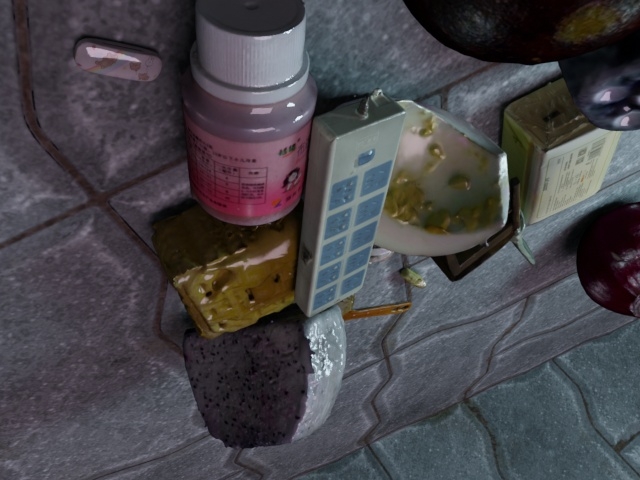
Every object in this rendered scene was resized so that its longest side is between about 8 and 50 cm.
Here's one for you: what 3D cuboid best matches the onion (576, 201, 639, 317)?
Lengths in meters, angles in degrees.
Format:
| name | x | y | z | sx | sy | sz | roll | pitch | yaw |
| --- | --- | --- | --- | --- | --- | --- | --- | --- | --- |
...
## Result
| name | x | y | z | sx | sy | sz | roll | pitch | yaw |
| --- | --- | --- | --- | --- | --- | --- | --- | --- | --- |
| onion | 0.798 | 0.057 | 1.422 | 0.260 | 0.282 | 0.336 | -1 | 154 | -6 |

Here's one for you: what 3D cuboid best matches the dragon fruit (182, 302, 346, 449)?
| name | x | y | z | sx | sy | sz | roll | pitch | yaw |
| --- | --- | --- | --- | --- | --- | --- | --- | --- | --- |
| dragon fruit | -0.072 | 0.227 | 0.966 | 0.283 | 0.221 | 0.204 | -12 | 174 | 31 |

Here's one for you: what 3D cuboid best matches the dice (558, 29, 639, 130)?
| name | x | y | z | sx | sy | sz | roll | pitch | yaw |
| --- | --- | --- | --- | --- | --- | --- | --- | --- | --- |
| dice | 0.412 | -0.258 | 0.698 | 0.183 | 0.182 | 0.181 | -14 | 158 | 41 |

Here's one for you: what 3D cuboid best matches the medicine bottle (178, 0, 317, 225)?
| name | x | y | z | sx | sy | sz | roll | pitch | yaw |
| --- | --- | --- | --- | --- | --- | --- | --- | --- | --- |
| medicine bottle | -0.076 | -0.136 | 0.588 | 0.147 | 0.147 | 0.247 | -15 | 147 | -20 |

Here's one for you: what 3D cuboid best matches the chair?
| name | x | y | z | sx | sy | sz | roll | pitch | yaw |
| --- | --- | --- | --- | --- | --- | --- | --- | --- | --- |
| chair | 0.273 | -0.027 | 1.007 | 0.186 | 0.160 | 0.319 | -36 | 147 | 3 |

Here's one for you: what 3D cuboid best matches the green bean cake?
| name | x | y | z | sx | sy | sz | roll | pitch | yaw |
| --- | --- | --- | --- | --- | --- | --- | --- | --- | --- |
| green bean cake | -0.109 | 0.030 | 0.812 | 0.224 | 0.131 | 0.229 | -23 | 149 | -10 |

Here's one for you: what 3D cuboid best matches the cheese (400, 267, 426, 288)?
| name | x | y | z | sx | sy | sz | roll | pitch | yaw |
| --- | --- | --- | --- | --- | --- | --- | --- | --- | --- |
| cheese | 0.208 | 0.086 | 1.221 | 0.030 | 0.044 | 0.083 | -50 | 143 | 4 |

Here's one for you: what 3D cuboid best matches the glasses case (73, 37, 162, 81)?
| name | x | y | z | sx | sy | sz | roll | pitch | yaw |
| --- | --- | --- | --- | --- | --- | --- | --- | --- | --- |
| glasses case | -0.199 | -0.178 | 0.547 | 0.083 | 0.021 | 0.032 | 1 | 136 | -38 |

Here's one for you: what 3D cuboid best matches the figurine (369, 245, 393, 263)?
| name | x | y | z | sx | sy | sz | roll | pitch | yaw |
| --- | --- | --- | --- | --- | --- | --- | --- | --- | --- |
| figurine | 0.093 | -0.015 | 0.927 | 0.132 | 0.132 | 0.153 | -26 | 158 | -3 |

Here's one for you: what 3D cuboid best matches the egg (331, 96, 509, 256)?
| name | x | y | z | sx | sy | sz | roll | pitch | yaw |
| --- | --- | --- | --- | --- | --- | --- | --- | --- | --- |
| egg | 0.122 | -0.106 | 0.771 | 0.271 | 0.162 | 0.206 | 32 | 142 | -8 |

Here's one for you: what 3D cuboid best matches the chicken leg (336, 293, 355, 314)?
| name | x | y | z | sx | sy | sz | roll | pitch | yaw |
| --- | --- | --- | --- | --- | --- | --- | --- | --- | --- |
| chicken leg | 0.025 | 0.101 | 1.053 | 0.085 | 0.069 | 0.198 | 0 | 157 | 3 |

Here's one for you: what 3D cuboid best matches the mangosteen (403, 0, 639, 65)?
| name | x | y | z | sx | sy | sz | roll | pitch | yaw |
| --- | --- | --- | --- | --- | --- | --- | --- | --- | --- |
| mangosteen | 0.167 | -0.292 | 0.433 | 0.311 | 0.311 | 0.311 | -20 | 148 | -13 |

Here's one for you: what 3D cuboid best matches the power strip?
| name | x | y | z | sx | sy | sz | roll | pitch | yaw |
| --- | --- | --- | --- | --- | --- | --- | --- | --- | --- |
| power strip | 0.028 | -0.030 | 0.692 | 0.106 | 0.043 | 0.367 | -27 | 148 | -25 |

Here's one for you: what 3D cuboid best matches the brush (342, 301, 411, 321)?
| name | x | y | z | sx | sy | sz | roll | pitch | yaw |
| --- | --- | --- | --- | --- | --- | --- | --- | --- | --- |
| brush | 0.099 | 0.169 | 1.287 | 0.314 | 0.017 | 0.090 | -2 | 143 | -36 |

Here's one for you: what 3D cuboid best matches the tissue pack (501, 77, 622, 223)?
| name | x | y | z | sx | sy | sz | roll | pitch | yaw |
| --- | --- | --- | --- | --- | --- | --- | --- | --- | --- |
| tissue pack | 0.406 | -0.154 | 0.948 | 0.159 | 0.125 | 0.234 | -27 | 150 | 1 |
